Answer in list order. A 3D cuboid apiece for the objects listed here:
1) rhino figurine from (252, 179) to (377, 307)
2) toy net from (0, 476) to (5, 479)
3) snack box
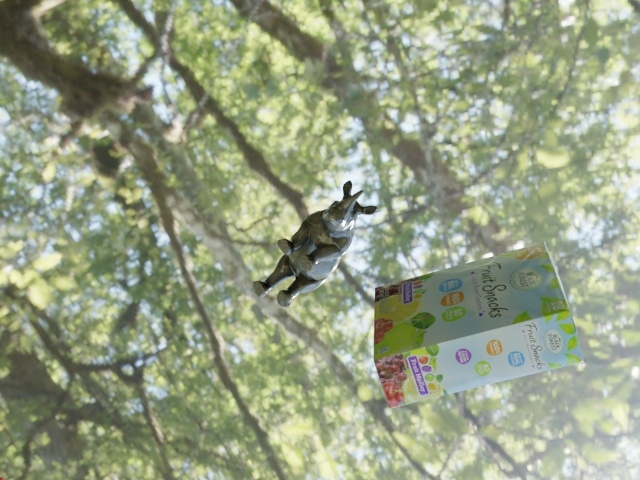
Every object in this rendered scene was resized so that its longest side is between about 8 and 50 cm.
[{"bbox_3d":[0.000,0.000,1.278,0.106,0.243,0.073,-33,-103,-39],"label":"rhino figurine"},{"bbox_3d":[-0.321,0.306,1.083,0.232,0.045,0.122,-9,-101,-6],"label":"toy net"},{"bbox_3d":[0.164,0.088,1.064,0.207,0.070,0.174,-15,-158,9],"label":"snack box"}]
